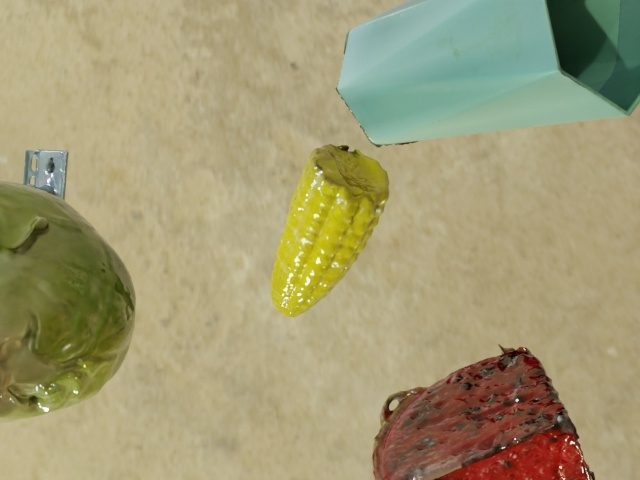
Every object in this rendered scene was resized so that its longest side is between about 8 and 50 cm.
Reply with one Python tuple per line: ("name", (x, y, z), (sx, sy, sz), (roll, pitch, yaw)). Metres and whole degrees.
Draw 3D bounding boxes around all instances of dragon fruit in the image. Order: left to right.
("dragon fruit", (0.107, 0.163, 0.882), (0.120, 0.127, 0.161), (-21, 105, 4))

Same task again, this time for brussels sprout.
("brussels sprout", (-0.284, 0.055, 1.333), (0.244, 0.244, 0.244), (-2, 116, -5))

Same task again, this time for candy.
("candy", (0.000, 0.000, 1.581), (0.094, 0.106, 0.199), (17, 118, -12))

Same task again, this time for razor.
("razor", (-0.360, -0.050, 1.511), (0.068, 0.232, 0.106), (4, 91, 35))

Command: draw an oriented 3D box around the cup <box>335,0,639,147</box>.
("cup", (0.129, -0.139, 1.097), (0.134, 0.236, 0.148), (-8, 85, -39))
